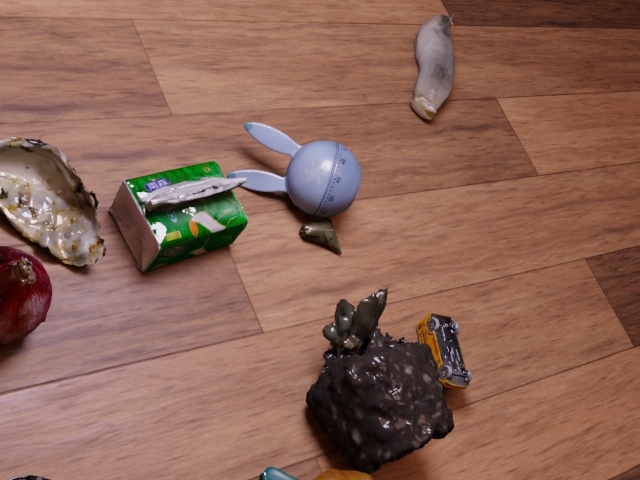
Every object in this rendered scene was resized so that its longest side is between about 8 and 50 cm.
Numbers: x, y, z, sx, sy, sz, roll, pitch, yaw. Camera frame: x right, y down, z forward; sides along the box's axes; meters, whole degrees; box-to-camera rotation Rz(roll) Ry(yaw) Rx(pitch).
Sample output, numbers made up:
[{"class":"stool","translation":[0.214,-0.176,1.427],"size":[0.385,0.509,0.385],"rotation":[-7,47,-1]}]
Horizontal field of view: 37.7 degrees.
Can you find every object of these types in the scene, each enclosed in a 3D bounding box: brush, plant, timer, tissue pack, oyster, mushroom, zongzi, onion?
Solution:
[{"class":"brush","translation":[-0.030,0.443,1.613],"size":[0.193,0.032,0.043],"rotation":[35,45,-26]},{"class":"plant","translation":[0.090,0.248,1.693],"size":[0.213,0.215,0.312],"rotation":[-16,75,-44]},{"class":"timer","translation":[-0.039,-0.141,1.943],"size":[0.255,0.175,0.175],"rotation":[17,45,14]},{"class":"tissue pack","translation":[-0.248,-0.061,1.718],"size":[0.209,0.156,0.148],"rotation":[-18,69,-39]},{"class":"oyster","translation":[-0.491,-0.067,1.618],"size":[0.166,0.094,0.294],"rotation":[-36,93,-25]},{"class":"mushroom","translation":[0.291,-0.447,2.390],"size":[0.109,0.097,0.351],"rotation":[23,53,-19]},{"class":"zongzi","translation":[0.000,0.000,1.933],"size":[0.076,0.040,0.083],"rotation":[-18,89,-34]},{"class":"onion","translation":[-0.484,0.074,1.439],"size":[0.159,0.195,0.159],"rotation":[15,62,-30]}]

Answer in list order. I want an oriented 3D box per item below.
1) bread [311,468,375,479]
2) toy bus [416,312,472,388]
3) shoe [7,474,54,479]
[{"class":"bread","translation":[0.025,0.508,1.512],"size":[0.268,0.146,0.268],"rotation":[14,63,-30]},{"class":"toy bus","translation":[0.248,0.232,1.910],"size":[0.070,0.074,0.162],"rotation":[15,51,-35]},{"class":"shoe","translation":[-0.390,0.389,1.387],"size":[0.179,0.049,0.071],"rotation":[23,49,-20]}]
